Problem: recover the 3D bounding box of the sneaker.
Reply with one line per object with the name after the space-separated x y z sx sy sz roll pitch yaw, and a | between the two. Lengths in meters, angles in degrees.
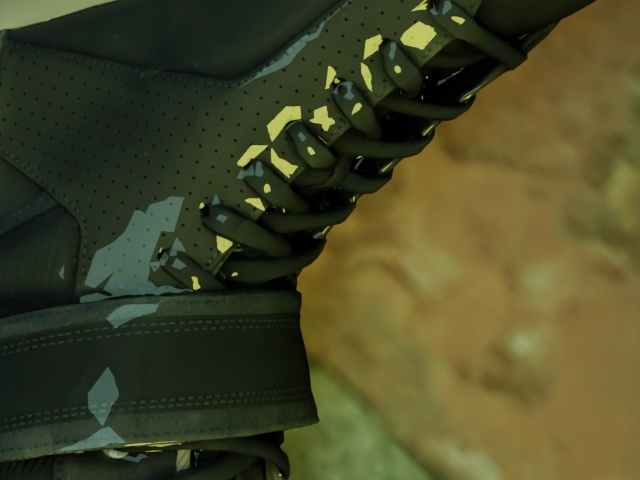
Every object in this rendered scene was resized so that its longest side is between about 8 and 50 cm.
0.000 0.000 0.392 0.226 0.086 0.163 -16 77 24 | sneaker
